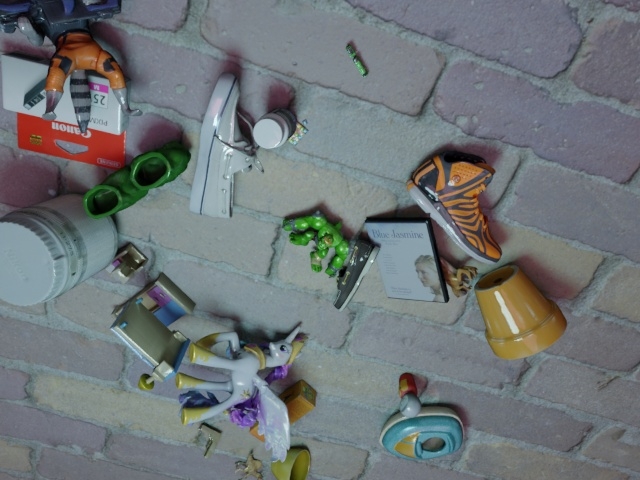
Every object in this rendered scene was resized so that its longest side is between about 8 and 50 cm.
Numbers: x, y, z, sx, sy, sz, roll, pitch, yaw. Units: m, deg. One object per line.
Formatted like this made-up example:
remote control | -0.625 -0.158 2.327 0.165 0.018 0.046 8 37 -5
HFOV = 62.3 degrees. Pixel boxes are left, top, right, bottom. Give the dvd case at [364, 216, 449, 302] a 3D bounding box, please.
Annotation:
dvd case | 0.226 0.052 1.379 0.180 0.022 0.253 1 123 36

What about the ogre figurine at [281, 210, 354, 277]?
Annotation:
ogre figurine | 0.000 0.000 1.370 0.118 0.097 0.197 -37 83 34

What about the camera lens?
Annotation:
camera lens | -0.647 0.015 1.282 0.219 0.274 0.220 3 107 9

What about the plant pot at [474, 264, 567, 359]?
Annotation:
plant pot | 0.506 0.176 1.397 0.205 0.205 0.188 -30 98 17

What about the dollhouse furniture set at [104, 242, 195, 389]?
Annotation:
dollhouse furniture set | -0.511 0.224 1.387 0.198 0.303 0.286 -35 112 17

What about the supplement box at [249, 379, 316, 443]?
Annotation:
supplement box | -0.119 0.541 1.668 0.080 0.078 0.233 40 113 -18

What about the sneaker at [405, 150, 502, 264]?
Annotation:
sneaker | 0.376 -0.086 1.289 0.321 0.125 0.180 40 113 -17

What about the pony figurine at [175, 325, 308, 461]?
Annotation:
pony figurine | -0.211 0.409 1.481 0.363 0.302 0.351 3 102 -33

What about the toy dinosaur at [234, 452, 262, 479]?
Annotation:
toy dinosaur | -0.249 0.776 1.823 0.092 0.053 0.183 -14 125 -8

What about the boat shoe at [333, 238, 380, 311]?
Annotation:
boat shoe | 0.082 0.094 1.426 0.068 0.081 0.228 30 119 6

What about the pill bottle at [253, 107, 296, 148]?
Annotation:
pill bottle | -0.104 -0.254 1.204 0.078 0.137 0.078 3 112 9

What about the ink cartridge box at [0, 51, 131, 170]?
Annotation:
ink cartridge box | -0.601 -0.293 1.254 0.275 0.060 0.239 12 117 -4

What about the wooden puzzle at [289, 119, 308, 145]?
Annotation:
wooden puzzle | -0.064 -0.262 1.279 0.049 0.006 0.083 37 113 -16

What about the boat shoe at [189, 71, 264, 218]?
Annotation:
boat shoe | -0.203 -0.201 1.245 0.156 0.136 0.367 15 120 -6

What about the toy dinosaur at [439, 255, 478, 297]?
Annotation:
toy dinosaur | 0.350 0.087 1.405 0.112 0.064 0.211 -15 123 36

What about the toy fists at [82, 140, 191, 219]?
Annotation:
toy fists | -0.441 -0.150 1.280 0.279 0.142 0.096 -29 98 16

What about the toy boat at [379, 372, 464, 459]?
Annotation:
toy boat | 0.297 0.566 1.626 0.267 0.148 0.318 -15 117 10

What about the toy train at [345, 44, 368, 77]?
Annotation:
toy train | 0.083 -0.402 1.189 0.017 0.024 0.083 -31 112 17

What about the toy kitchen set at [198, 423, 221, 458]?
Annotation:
toy kitchen set | -0.384 0.663 1.752 0.075 0.083 0.068 34 156 -15

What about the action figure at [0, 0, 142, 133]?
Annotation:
action figure | -0.562 -0.401 1.093 0.341 0.178 0.330 -16 88 -28

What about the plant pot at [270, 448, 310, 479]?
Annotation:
plant pot | -0.108 0.753 1.764 0.095 0.134 0.134 7 122 29
